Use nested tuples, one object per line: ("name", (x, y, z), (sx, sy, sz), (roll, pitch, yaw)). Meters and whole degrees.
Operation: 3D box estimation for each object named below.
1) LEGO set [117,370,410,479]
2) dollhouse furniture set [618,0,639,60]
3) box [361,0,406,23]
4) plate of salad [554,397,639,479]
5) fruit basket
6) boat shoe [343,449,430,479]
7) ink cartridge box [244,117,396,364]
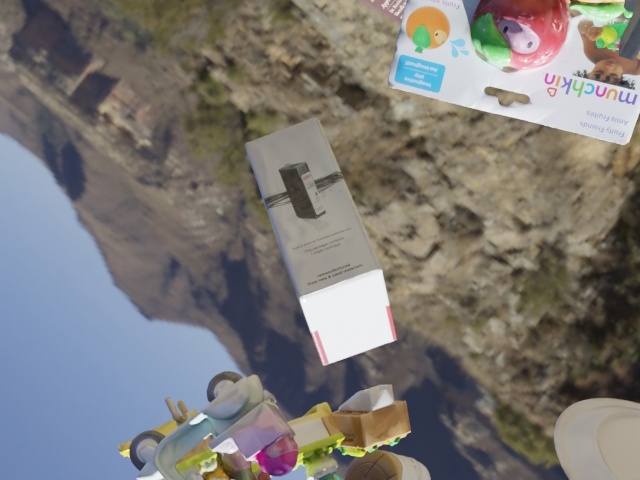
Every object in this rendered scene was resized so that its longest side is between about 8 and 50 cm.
("LEGO set", (-0.022, 0.156, 0.621), (0.107, 0.132, 0.287), (62, -167, 19))
("dollhouse furniture set", (0.438, -0.198, 0.787), (0.374, 0.201, 0.152), (19, 144, -3))
("box", (0.091, -0.442, 1.411), (0.203, 0.167, 0.168), (28, 148, -11))
("plate of salad", (0.278, 0.202, 0.829), (0.200, 0.048, 0.200), (15, -151, -9))
("fruit basket", (0.272, -0.311, 1.251), (0.327, 0.353, 0.165), (15, -158, 5))
("boat shoe", (0.058, 0.350, 1.015), (0.096, 0.277, 0.098), (19, 175, -43))
("ink cartridge box", (0.000, 0.000, 1.411), (0.197, 0.114, 0.272), (74, 177, -56))
